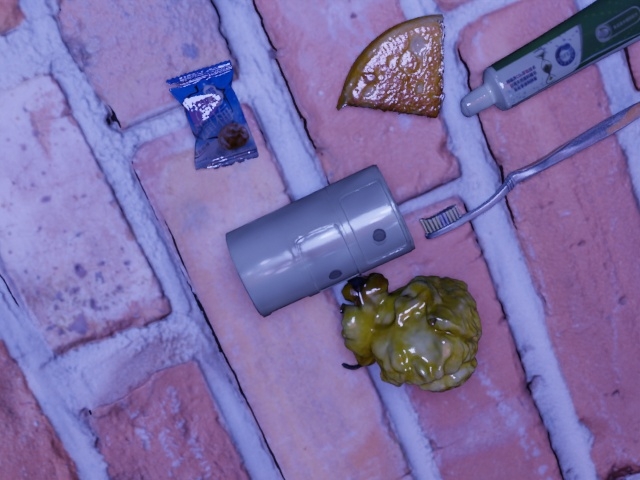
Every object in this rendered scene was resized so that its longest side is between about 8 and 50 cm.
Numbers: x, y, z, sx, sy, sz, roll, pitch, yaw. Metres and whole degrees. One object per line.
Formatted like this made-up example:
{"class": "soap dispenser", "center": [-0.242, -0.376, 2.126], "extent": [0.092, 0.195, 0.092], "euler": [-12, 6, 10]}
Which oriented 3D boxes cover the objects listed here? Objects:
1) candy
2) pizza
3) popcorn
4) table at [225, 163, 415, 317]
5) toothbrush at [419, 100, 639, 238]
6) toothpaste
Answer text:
{"class": "candy", "center": [-0.139, -0.158, 1.123], "extent": [0.088, 0.038, 0.136], "euler": [-21, 115, -13]}
{"class": "pizza", "center": [0.112, -0.215, 1.127], "extent": [0.131, 0.041, 0.178], "euler": [36, 100, -12]}
{"class": "popcorn", "center": [0.119, 0.129, 1.167], "extent": [0.195, 0.168, 0.173], "euler": [-2, 144, 5]}
{"class": "table", "center": [0.000, 0.000, 1.135], "extent": [0.220, 0.126, 0.126], "euler": [-24, 107, 2]}
{"class": "toothbrush", "center": [0.305, -0.103, 1.186], "extent": [0.375, 0.028, 0.037], "euler": [-29, 100, 3]}
{"class": "toothpaste", "center": [0.354, -0.270, 1.128], "extent": [0.392, 0.061, 0.098], "euler": [-30, 107, 0]}
